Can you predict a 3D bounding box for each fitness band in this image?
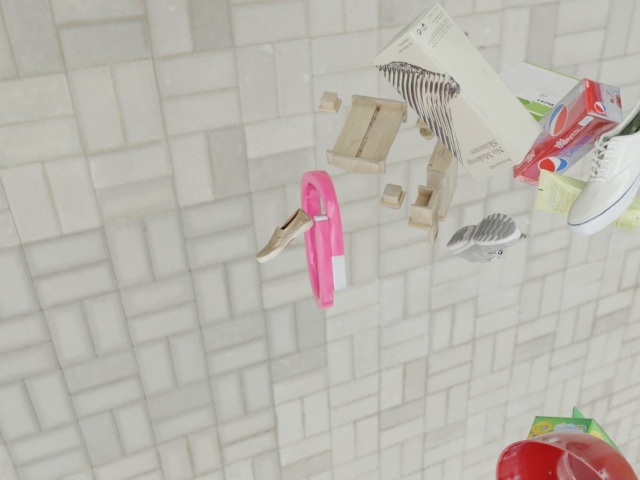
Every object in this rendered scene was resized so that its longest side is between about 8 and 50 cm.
[{"bbox_3d":[0.000,0.000,1.382,0.054,0.209,0.291,-7,108,-11],"label":"fitness band"}]

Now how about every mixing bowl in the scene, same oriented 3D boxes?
[{"bbox_3d":[0.319,0.306,0.819,0.098,0.181,0.182,-21,127,-35],"label":"mixing bowl"}]

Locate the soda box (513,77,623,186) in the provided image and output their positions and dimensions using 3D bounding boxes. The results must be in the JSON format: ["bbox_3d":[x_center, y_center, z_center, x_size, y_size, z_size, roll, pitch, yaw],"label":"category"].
[{"bbox_3d":[0.495,-0.213,1.366,0.083,0.092,0.263,12,153,-13],"label":"soda box"}]

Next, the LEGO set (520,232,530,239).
[{"bbox_3d":[0.541,-0.012,1.850,0.054,0.083,0.024,-5,91,-58],"label":"LEGO set"}]

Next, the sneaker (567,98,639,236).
[{"bbox_3d":[0.475,-0.126,1.086,0.091,0.094,0.258,40,84,-20],"label":"sneaker"}]

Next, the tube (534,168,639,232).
[{"bbox_3d":[0.500,-0.062,1.172,0.062,0.240,0.070,5,101,-63],"label":"tube"}]

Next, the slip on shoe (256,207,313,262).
[{"bbox_3d":[-0.077,-0.010,1.321,0.135,0.051,0.041,-37,111,-3],"label":"slip on shoe"}]

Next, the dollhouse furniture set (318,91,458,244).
[{"bbox_3d":[0.129,-0.162,1.558,0.174,0.355,0.303,77,31,-53],"label":"dollhouse furniture set"}]

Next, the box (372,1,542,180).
[{"bbox_3d":[0.222,-0.235,1.082,0.275,0.113,0.094,45,60,-11],"label":"box"}]

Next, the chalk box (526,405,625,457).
[{"bbox_3d":[0.465,0.413,1.238,0.132,0.132,0.213,46,59,-18],"label":"chalk box"}]

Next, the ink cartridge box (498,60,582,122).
[{"bbox_3d":[0.488,-0.322,1.573,0.255,0.188,0.097,-32,140,-38],"label":"ink cartridge box"}]

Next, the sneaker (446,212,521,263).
[{"bbox_3d":[0.469,0.004,1.838,0.115,0.281,0.105,39,73,-11],"label":"sneaker"}]
